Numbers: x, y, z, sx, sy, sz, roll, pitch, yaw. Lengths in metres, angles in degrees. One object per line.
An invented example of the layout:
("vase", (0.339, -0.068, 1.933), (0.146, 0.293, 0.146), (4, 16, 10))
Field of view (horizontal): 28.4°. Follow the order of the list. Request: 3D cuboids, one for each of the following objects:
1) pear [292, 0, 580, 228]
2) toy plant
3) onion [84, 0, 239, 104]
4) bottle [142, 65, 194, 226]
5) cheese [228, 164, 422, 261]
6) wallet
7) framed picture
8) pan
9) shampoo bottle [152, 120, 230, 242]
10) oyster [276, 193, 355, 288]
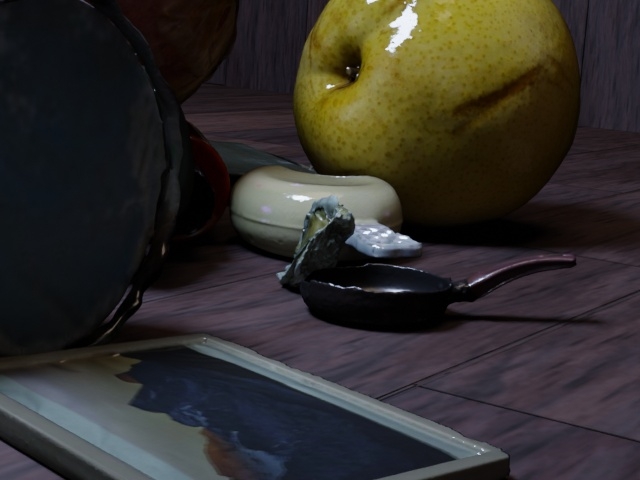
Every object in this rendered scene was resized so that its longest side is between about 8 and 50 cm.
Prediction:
("pear", (0.123, -0.158, 1.333), (0.314, 0.314, 0.314), (4, 10, -1))
("toy plant", (-0.287, -0.051, 0.833), (0.332, 0.247, 0.247), (8, 11, 31))
("onion", (-0.243, -0.250, 1.178), (0.354, 0.353, 0.353), (4, 10, -1))
("bottle", (-0.249, -0.053, 1.038), (0.271, 0.143, 0.156), (-9, -1, 17))
("cheese", (-0.002, -0.017, 1.137), (0.163, 0.070, 0.249), (3, 11, -3))
("wallet", (-0.109, -0.091, 1.573), (0.169, 0.044, 0.317), (3, 11, -27))
("framed picture", (-0.059, 0.095, 0.664), (0.192, 0.018, 0.265), (-4, 13, -42))
("pan", (0.090, 0.036, 0.958), (0.212, 0.040, 0.115), (-5, 11, -6))
("shampoo bottle", (-0.144, -0.058, 1.213), (0.104, 0.104, 0.278), (2, 10, -11))
("oyster", (0.000, -0.001, 1.026), (0.037, 0.098, 0.100), (25, 23, -9))
